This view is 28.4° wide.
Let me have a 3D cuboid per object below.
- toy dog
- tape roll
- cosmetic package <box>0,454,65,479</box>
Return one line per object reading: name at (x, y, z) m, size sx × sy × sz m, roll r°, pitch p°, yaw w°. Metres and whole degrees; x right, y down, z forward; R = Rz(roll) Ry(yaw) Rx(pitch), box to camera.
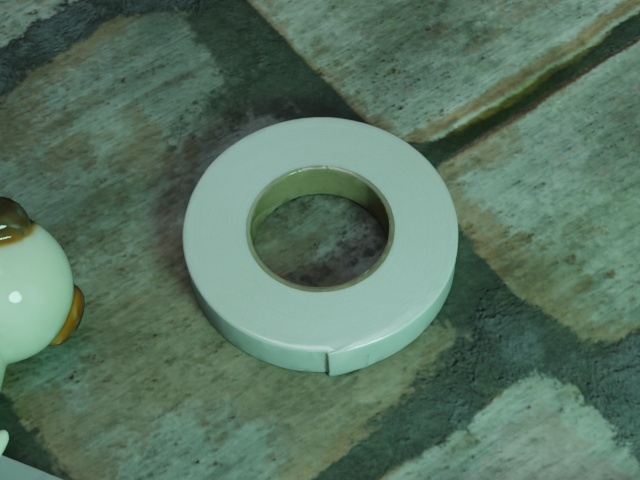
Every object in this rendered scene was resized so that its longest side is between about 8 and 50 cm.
toy dog at (-0.479, 0.126, 1.555) m, size 0.395 × 0.285 × 0.408 m, roll -6°, pitch 40°, yaw 43°
tape roll at (0.000, 0.000, 1.778) m, size 0.392 × 0.072 × 0.392 m, roll 0°, pitch 58°, yaw 1°
cosmetic package at (-0.311, 0.357, 1.536) m, size 0.238 × 0.127 × 0.107 m, roll 15°, pitch 60°, yaw 12°
